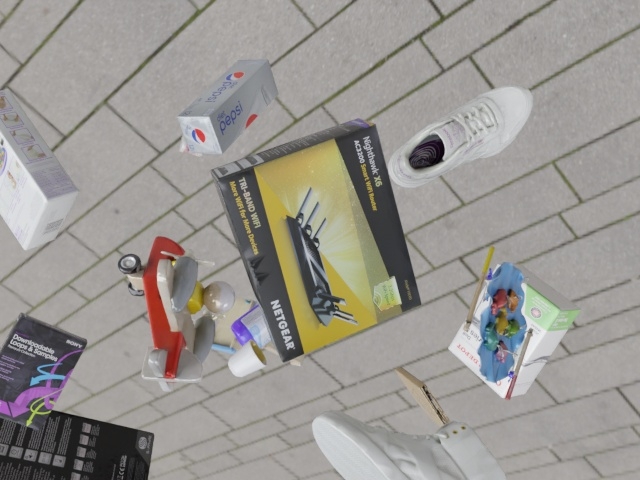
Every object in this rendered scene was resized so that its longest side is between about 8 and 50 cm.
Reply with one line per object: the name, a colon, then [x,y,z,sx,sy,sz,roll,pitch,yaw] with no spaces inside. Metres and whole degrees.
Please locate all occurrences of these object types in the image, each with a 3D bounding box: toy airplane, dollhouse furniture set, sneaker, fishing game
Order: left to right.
toy airplane: [-0.347,0.189,1.699,0.273,0.386,0.384,-15,102,-11]
sneaker: [-0.353,-0.263,1.832,0.070,0.134,0.051,16,96,-14]
dollhouse furniture set: [-0.202,0.273,2.272,0.303,0.286,0.198,1,155,41]
sneaker: [0.142,0.331,1.032,0.292,0.169,0.108,34,138,18]
sneaker: [0.273,-0.193,1.238,0.305,0.152,0.114,-33,89,2]
fishing game: [0.287,0.126,1.005,0.041,0.189,0.264,7,146,36]

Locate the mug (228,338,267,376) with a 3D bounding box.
mug: [-0.148,0.244,1.337,0.064,0.062,0.078,-34,160,4]

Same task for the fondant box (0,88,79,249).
fondant box: [-0.766,-0.176,1.669,0.330,0.096,0.238,53,133,6]

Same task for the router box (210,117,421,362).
router box: [0.000,0.000,1.007,0.243,0.081,0.308,-22,112,-10]

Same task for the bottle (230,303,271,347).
bottle: [-0.134,0.223,2.024,0.092,0.283,0.118,37,156,45]

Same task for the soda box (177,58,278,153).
soda box: [-0.206,-0.313,1.526,0.091,0.286,0.098,5,130,26]

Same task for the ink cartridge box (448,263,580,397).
ink cartridge box: [0.476,0.223,1.648,0.115,0.198,0.272,3,120,-44]

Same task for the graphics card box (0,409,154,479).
graphics card box: [-0.539,0.471,1.345,0.371,0.232,0.094,20,130,-23]

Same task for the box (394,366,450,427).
box: [0.272,0.415,1.707,0.021,0.201,0.164,-35,98,-8]

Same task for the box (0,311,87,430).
box: [-0.468,0.212,1.067,0.116,0.162,0.029,29,173,-26]
